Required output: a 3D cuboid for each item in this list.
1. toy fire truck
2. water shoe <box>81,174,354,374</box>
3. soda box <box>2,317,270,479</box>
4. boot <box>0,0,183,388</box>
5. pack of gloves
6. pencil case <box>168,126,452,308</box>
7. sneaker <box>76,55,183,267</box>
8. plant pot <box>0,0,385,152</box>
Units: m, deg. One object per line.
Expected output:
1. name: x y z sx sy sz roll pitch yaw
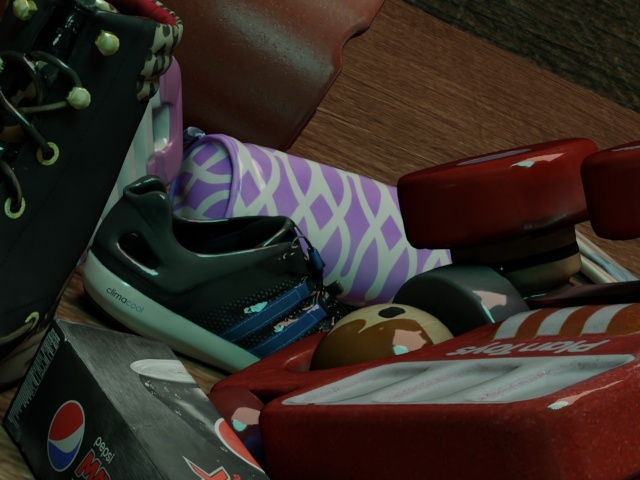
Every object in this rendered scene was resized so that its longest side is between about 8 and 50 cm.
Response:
1. toy fire truck: 0.075 0.054 0.781 0.254 0.169 0.302 -14 6 -37
2. water shoe: -0.020 0.031 0.941 0.203 0.080 0.073 20 16 -20
3. soda box: -0.062 0.095 0.698 0.060 0.053 0.169 16 18 -34
4. boot: -0.139 -0.019 0.710 0.085 0.179 0.236 28 14 8
5. pack of gloves: 0.209 0.030 1.460 0.195 0.046 0.232 27 12 -48
6. pencil case: 0.000 0.000 1.097 0.206 0.088 0.086 17 54 -32
7. sneaker: -0.160 -0.042 0.961 0.104 0.095 0.236 7 20 18
8. plant pot: -0.097 -0.201 1.324 0.265 0.272 0.272 33 13 -6
